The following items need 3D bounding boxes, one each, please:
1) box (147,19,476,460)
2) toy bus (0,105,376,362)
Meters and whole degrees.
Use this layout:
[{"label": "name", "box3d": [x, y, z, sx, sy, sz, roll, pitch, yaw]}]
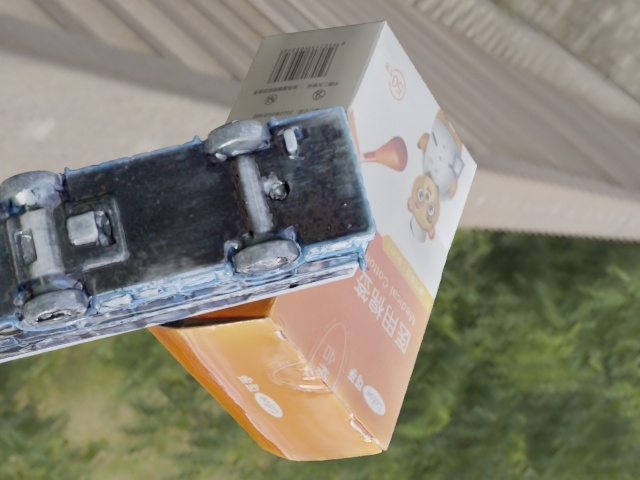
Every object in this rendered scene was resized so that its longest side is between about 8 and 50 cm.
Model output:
[{"label": "box", "box3d": [0.000, 0.000, 1.385, 0.225, 0.143, 0.341, 52, 48, -41]}, {"label": "toy bus", "box3d": [-0.117, 0.002, 1.001, 0.297, 0.106, 0.131, -13, 165, -4]}]
